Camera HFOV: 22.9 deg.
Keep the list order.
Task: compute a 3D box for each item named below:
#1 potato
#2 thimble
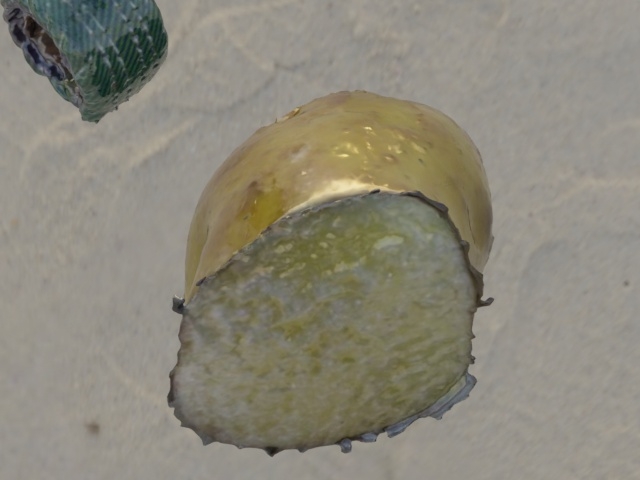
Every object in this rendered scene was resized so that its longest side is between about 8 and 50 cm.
[{"bbox_3d":[0.000,0.000,1.325,0.288,0.301,0.237,-7,43,-8],"label":"potato"},{"bbox_3d":[-0.187,-0.171,1.250,0.090,0.135,0.118,-41,65,-18],"label":"thimble"}]
